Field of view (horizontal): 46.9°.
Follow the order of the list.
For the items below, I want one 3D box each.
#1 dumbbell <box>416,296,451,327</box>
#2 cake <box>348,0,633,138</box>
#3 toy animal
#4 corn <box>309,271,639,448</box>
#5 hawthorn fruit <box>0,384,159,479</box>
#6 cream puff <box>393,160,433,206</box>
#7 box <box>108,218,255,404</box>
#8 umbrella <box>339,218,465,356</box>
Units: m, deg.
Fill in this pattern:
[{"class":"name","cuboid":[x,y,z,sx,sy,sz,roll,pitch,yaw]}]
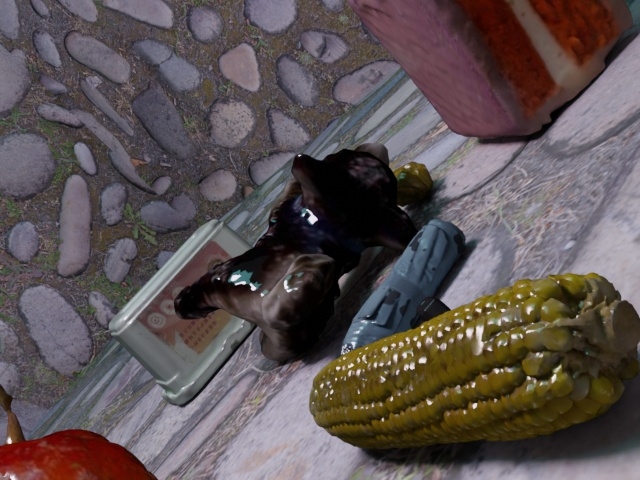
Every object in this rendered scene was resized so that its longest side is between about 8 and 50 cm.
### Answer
[{"class":"dumbbell","cuboid":[0.088,0.091,0.680,0.083,0.040,0.036,-47,42,-8]},{"class":"cake","cuboid":[0.214,-0.303,0.974,0.237,0.309,0.230,-42,16,-3]},{"class":"toy animal","cuboid":[0.000,0.000,0.956,0.344,0.194,0.303,-54,9,-23]},{"class":"corn","cuboid":[0.086,0.098,0.520,0.097,0.097,0.320,-53,12,-33]},{"class":"hawthorn fruit","cuboid":[-0.279,0.271,0.733,0.242,0.271,0.242,-29,-9,-5]},{"class":"cream puff","cuboid":[0.129,-0.080,1.088,0.083,0.058,0.083,-44,7,46]},{"class":"box","cuboid":[-0.221,0.116,1.320,0.312,0.182,0.175,-50,12,-21]},{"class":"umbrella","cuboid":[0.072,0.073,0.758,0.250,0.053,0.052,-50,13,-25]}]
